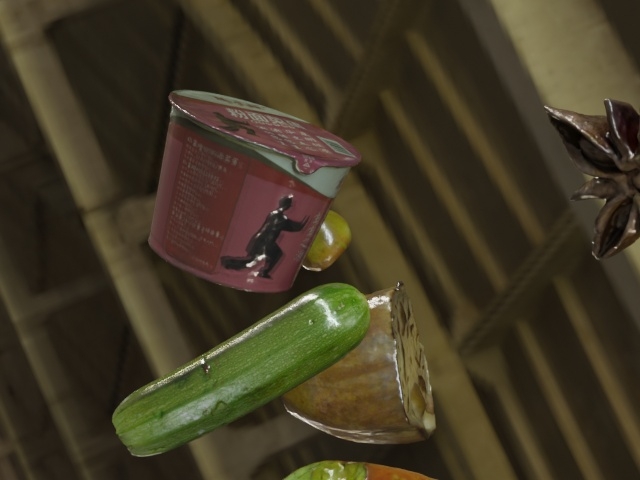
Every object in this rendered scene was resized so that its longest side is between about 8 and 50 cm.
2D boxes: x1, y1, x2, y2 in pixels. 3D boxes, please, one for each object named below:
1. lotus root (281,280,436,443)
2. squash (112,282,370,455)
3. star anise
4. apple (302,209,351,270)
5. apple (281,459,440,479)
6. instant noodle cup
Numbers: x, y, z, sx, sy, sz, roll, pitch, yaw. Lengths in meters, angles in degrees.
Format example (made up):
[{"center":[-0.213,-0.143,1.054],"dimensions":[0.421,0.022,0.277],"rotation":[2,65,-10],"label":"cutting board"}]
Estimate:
[{"center":[0.044,0.168,2.083],"dimensions":[0.199,0.180,0.188],"rotation":[40,40,-65],"label":"lotus root"},{"center":[-0.061,0.105,1.341],"dimensions":[0.066,0.229,0.066],"rotation":[61,-2,3],"label":"squash"},{"center":[0.438,-0.101,2.160],"dimensions":[0.292,0.109,0.349],"rotation":[-13,-75,38],"label":"star anise"},{"center":[0.000,0.000,2.326],"dimensions":[0.074,0.089,0.089],"rotation":[38,-6,-20],"label":"apple"},{"center":[0.047,0.296,1.265],"dimensions":[0.246,0.246,0.226],"rotation":[109,-4,-67],"label":"apple"},{"center":[-0.090,-0.055,1.909],"dimensions":[0.235,0.234,0.178],"rotation":[41,-65,57],"label":"instant noodle cup"}]
